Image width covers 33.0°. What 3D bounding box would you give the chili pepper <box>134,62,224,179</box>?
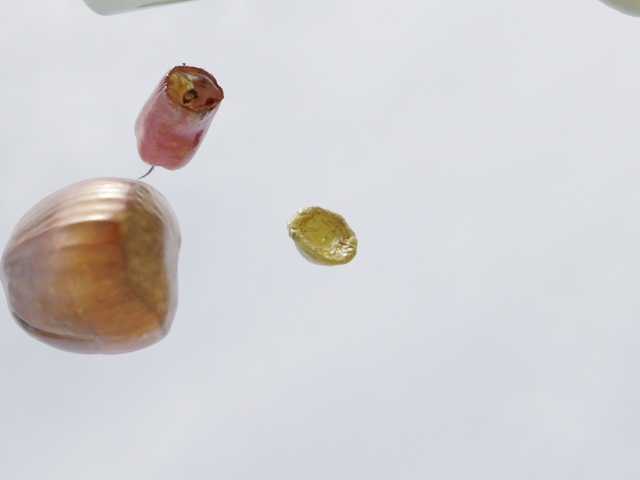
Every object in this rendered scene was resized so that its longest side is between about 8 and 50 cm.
[{"bbox_3d":[-0.188,-0.132,1.332,0.086,0.192,0.084,27,-135,-14],"label":"chili pepper"}]

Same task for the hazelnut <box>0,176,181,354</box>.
[{"bbox_3d":[-0.188,0.023,0.902,0.150,0.150,0.150,1,-92,-37],"label":"hazelnut"}]

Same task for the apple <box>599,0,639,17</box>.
[{"bbox_3d":[0.371,-0.384,1.192,0.262,0.262,0.263,1,-92,-37],"label":"apple"}]

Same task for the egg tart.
[{"bbox_3d":[0.000,0.000,1.468,0.105,0.039,0.105,16,-134,-17],"label":"egg tart"}]

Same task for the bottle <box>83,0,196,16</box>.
[{"bbox_3d":[-0.184,-0.299,1.151,0.104,0.245,0.104,-4,-90,-69],"label":"bottle"}]
